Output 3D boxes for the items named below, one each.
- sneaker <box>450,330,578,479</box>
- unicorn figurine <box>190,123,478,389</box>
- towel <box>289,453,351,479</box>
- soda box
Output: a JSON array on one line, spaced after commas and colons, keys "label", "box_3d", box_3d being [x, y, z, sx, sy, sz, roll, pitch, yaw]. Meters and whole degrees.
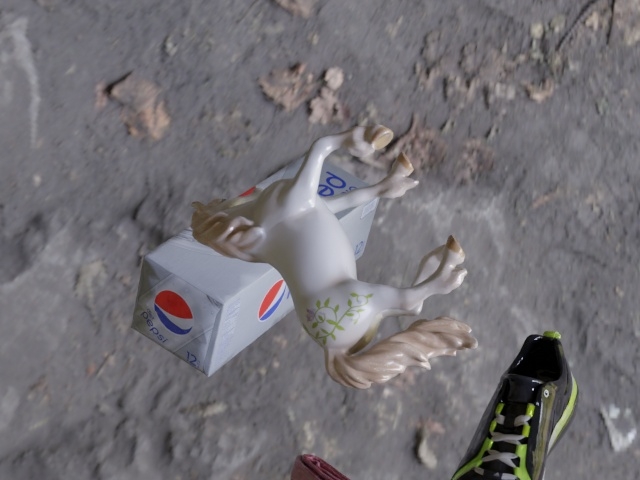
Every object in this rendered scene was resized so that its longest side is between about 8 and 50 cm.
[{"label": "sneaker", "box_3d": [0.171, 0.167, 1.165, 0.084, 0.235, 0.097, 5, 126, 26]}, {"label": "unicorn figurine", "box_3d": [0.000, 0.000, 0.600, 0.111, 0.162, 0.060, -31, 140, 7]}, {"label": "towel", "box_3d": [0.003, 0.370, 1.050, 0.037, 0.237, 0.329, 13, 96, -37]}, {"label": "soda box", "box_3d": [-0.058, 0.014, 1.261, 0.098, 0.286, 0.091, 30, 127, 20]}]
